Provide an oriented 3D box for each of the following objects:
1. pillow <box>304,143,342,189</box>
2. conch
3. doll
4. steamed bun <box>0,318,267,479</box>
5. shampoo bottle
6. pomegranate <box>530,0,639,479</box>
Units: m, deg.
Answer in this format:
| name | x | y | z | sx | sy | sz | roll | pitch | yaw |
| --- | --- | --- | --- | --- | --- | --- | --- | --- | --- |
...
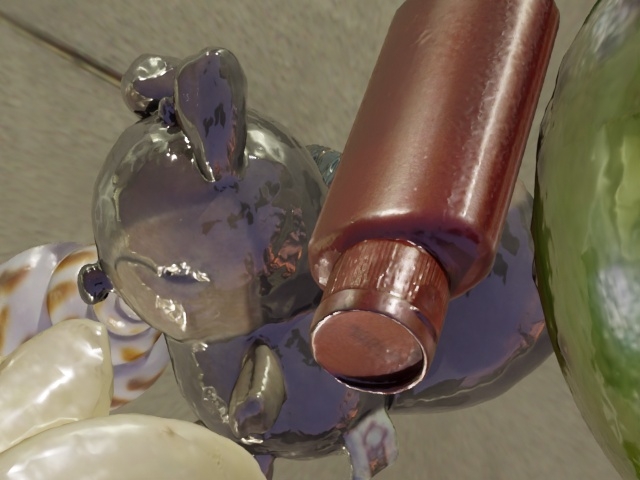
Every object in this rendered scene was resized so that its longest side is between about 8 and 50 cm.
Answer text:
| name | x | y | z | sx | sy | sz | roll | pitch | yaw |
| --- | --- | --- | --- | --- | --- | --- | --- | --- | --- |
| pillow | -0.053 | 0.020 | 1.759 | 0.034 | 0.189 | 0.255 | 32 | 86 | -17 |
| conch | -0.226 | 0.084 | 1.764 | 0.183 | 0.275 | 0.148 | 14 | 47 | -29 |
| doll | -0.012 | -0.008 | 1.503 | 0.379 | 0.252 | 0.382 | -24 | 111 | -24 |
| steamed bun | -0.250 | 0.134 | 0.581 | 0.428 | 0.247 | 0.189 | -34 | 86 | 34 |
| shampoo bottle | 0.055 | -0.035 | 0.933 | 0.102 | 0.260 | 0.064 | -10 | 129 | 29 |
| pomegranate | 0.156 | 0.033 | 0.435 | 0.242 | 0.242 | 0.306 | 18 | 58 | 3 |
